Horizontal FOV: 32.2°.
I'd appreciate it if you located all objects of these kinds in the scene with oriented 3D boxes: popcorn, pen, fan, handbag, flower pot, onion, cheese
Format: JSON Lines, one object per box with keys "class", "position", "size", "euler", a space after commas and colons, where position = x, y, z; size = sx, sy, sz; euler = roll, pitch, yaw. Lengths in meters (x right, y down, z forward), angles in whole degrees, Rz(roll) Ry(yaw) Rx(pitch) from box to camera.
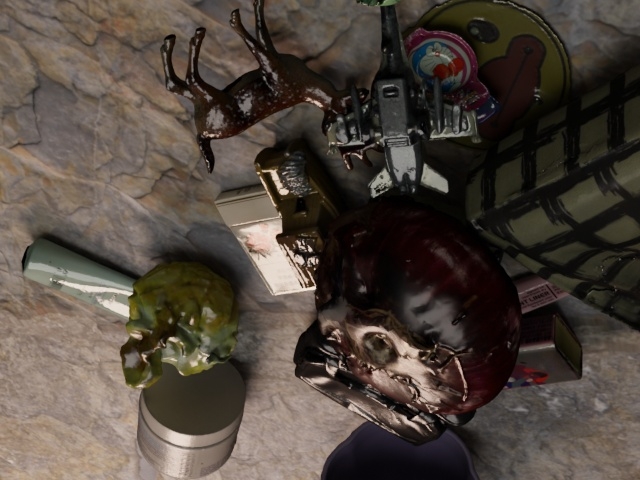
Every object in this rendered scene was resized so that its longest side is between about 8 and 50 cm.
{"class": "popcorn", "position": [-0.226, 0.139, 1.727], "size": [0.198, 0.212, 0.198], "euler": [31, 146, 24]}
{"class": "pen", "position": [0.299, 0.075, 1.578], "size": [0.197, 0.032, 0.053], "euler": [-26, 119, 36]}
{"class": "fan", "position": [0.240, -0.185, 1.371], "size": [0.335, 0.011, 0.230], "euler": [22, 135, 3]}
{"class": "handbag", "position": [0.397, -0.044, 1.331], "size": [0.327, 0.163, 0.325], "euler": [31, 140, -27]}
{"class": "flower pot", "position": [0.131, 0.461, 1.878], "size": [0.265, 0.265, 0.243], "euler": [13, 148, 9]}
{"class": "onion", "position": [0.128, 0.079, 1.425], "size": [0.314, 0.232, 0.314], "euler": [30, 140, 28]}
{"class": "handbag", "position": [0.088, 0.217, 1.688], "size": [0.275, 0.088, 0.244], "euler": [32, 162, 0]}
{"class": "cheese", "position": [0.159, -0.201, 1.353], "size": [0.145, 0.038, 0.095], "euler": [42, 132, -15]}

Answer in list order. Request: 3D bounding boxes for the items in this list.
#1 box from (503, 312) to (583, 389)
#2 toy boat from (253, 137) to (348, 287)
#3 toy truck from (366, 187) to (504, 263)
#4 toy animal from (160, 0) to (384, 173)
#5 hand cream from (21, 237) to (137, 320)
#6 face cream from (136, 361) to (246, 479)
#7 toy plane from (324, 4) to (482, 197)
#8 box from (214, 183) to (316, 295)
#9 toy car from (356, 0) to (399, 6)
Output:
{"class": "box", "position": [0.266, 0.173, 1.649], "size": [0.224, 0.069, 0.120], "euler": [-13, 139, 32]}
{"class": "toy boat", "position": [0.000, 0.000, 1.563], "size": [0.089, 0.121, 0.321], "euler": [-11, 126, 23]}
{"class": "toy truck", "position": [0.158, -0.016, 1.525], "size": [0.201, 0.074, 0.088], "euler": [18, 127, 6]}
{"class": "toy animal", "position": [-0.055, -0.184, 1.408], "size": [0.243, 0.087, 0.260], "euler": [-23, 116, 13]}
{"class": "hand cream", "position": [-0.341, 0.090, 1.832], "size": [0.320, 0.067, 0.109], "euler": [26, 135, -11]}
{"class": "face cream", "position": [-0.222, 0.297, 1.890], "size": [0.177, 0.177, 0.153], "euler": [19, 138, 4]}
{"class": "toy plane", "position": [0.088, -0.177, 1.320], "size": [0.192, 0.088, 0.262], "euler": [-4, 114, 17]}
{"class": "box", "position": [-0.067, 0.001, 1.653], "size": [0.109, 0.029, 0.198], "euler": [-10, 128, 28]}
{"class": "toy car", "position": [0.019, -0.323, 1.282], "size": [0.186, 0.093, 0.058], "euler": [17, 178, 4]}
